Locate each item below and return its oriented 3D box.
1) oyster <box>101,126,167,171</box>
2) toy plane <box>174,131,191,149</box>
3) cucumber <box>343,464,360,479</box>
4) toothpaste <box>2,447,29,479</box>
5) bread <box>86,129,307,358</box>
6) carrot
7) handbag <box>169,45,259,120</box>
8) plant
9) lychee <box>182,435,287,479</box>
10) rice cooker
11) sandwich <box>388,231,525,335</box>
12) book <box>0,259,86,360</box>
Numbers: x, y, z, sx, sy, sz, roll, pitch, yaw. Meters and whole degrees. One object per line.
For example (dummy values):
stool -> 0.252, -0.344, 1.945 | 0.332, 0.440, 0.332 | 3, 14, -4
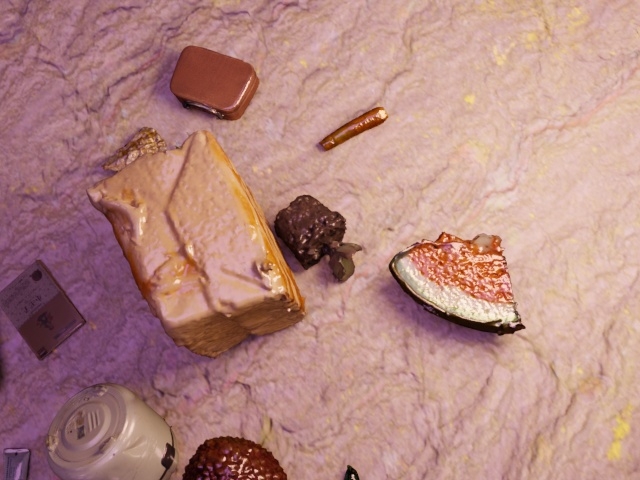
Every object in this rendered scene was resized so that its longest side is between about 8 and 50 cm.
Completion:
oyster -> -0.438, -0.214, 1.838 | 0.145, 0.045, 0.122 | 0, 63, 8
toy plane -> -0.306, -0.213, 1.817 | 0.083, 0.033, 0.080 | 9, 77, 3
cucumber -> 0.038, 0.602, 1.561 | 0.056, 0.056, 0.285 | 10, 79, 10
toothpaste -> -0.669, 0.572, 1.679 | 0.060, 0.038, 0.234 | -4, 73, 3
bread -> -0.229, 0.025, 1.574 | 0.279, 0.371, 0.390 | -30, 75, 1
carrot -> 0.076, -0.255, 1.770 | 0.170, 0.042, 0.042 | -29, 74, 3
handbag -> -0.256, -0.370, 1.828 | 0.193, 0.072, 0.151 | 23, 81, 11
plant -> 0.000, 0.000, 1.675 | 0.203, 0.142, 0.131 | 37, 75, 23
lychee -> -0.172, 0.503, 1.520 | 0.235, 0.272, 0.236 | -6, 34, 4
rice cooker -> -0.422, 0.427, 1.573 | 0.225, 0.244, 0.226 | -11, 52, 15
sandwich -> 0.288, 0.080, 1.628 | 0.291, 0.109, 0.212 | 9, 71, 8
book -> -0.651, 0.159, 1.784 | 0.138, 0.016, 0.199 | -41, 75, -3
